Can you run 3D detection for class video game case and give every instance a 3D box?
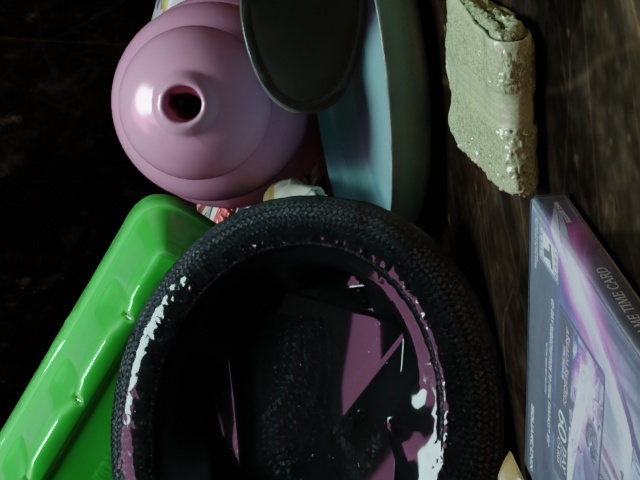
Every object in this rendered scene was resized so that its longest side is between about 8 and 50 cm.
[{"bbox_3d":[0.158,0.123,0.868,0.274,0.026,0.196,-111,16,-59],"label":"video game case"}]

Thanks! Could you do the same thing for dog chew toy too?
[{"bbox_3d":[-0.095,-0.125,1.521,0.332,0.206,0.207,-49,-48,-83],"label":"dog chew toy"}]

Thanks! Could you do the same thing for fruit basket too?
[{"bbox_3d":[-0.130,0.174,1.562,0.392,0.283,0.392,-58,4,7],"label":"fruit basket"}]

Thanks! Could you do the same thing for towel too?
[{"bbox_3d":[0.101,-0.093,1.028,0.148,0.027,0.110,-120,23,-67],"label":"towel"}]

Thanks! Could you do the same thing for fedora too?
[{"bbox_3d":[0.006,0.139,1.239,0.152,0.334,0.334,15,-116,-67],"label":"fedora"}]

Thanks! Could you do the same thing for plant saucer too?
[{"bbox_3d":[0.128,0.171,1.043,0.083,0.015,0.083,-23,-90,-88],"label":"plant saucer"},{"bbox_3d":[0.037,-0.137,1.343,0.317,0.043,0.318,172,90,-82],"label":"plant saucer"}]

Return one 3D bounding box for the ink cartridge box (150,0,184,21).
[{"bbox_3d":[-0.136,-0.267,1.921,0.154,0.093,0.212,-93,22,-52],"label":"ink cartridge box"}]

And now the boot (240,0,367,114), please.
[{"bbox_3d":[-0.019,-0.185,1.311,0.229,0.091,0.263,92,172,-71],"label":"boot"}]

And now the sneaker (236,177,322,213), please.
[{"bbox_3d":[-0.031,0.003,1.701,0.268,0.101,0.153,169,105,-69],"label":"sneaker"}]

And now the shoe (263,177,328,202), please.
[{"bbox_3d":[0.000,0.000,1.416,0.076,0.058,0.219,52,-170,-26],"label":"shoe"}]

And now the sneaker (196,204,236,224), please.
[{"bbox_3d":[-0.104,-0.093,1.969,0.093,0.088,0.225,48,134,36],"label":"sneaker"}]

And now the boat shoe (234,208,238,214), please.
[{"bbox_3d":[-0.051,0.039,1.930,0.118,0.103,0.320,-75,-9,-59],"label":"boat shoe"}]
